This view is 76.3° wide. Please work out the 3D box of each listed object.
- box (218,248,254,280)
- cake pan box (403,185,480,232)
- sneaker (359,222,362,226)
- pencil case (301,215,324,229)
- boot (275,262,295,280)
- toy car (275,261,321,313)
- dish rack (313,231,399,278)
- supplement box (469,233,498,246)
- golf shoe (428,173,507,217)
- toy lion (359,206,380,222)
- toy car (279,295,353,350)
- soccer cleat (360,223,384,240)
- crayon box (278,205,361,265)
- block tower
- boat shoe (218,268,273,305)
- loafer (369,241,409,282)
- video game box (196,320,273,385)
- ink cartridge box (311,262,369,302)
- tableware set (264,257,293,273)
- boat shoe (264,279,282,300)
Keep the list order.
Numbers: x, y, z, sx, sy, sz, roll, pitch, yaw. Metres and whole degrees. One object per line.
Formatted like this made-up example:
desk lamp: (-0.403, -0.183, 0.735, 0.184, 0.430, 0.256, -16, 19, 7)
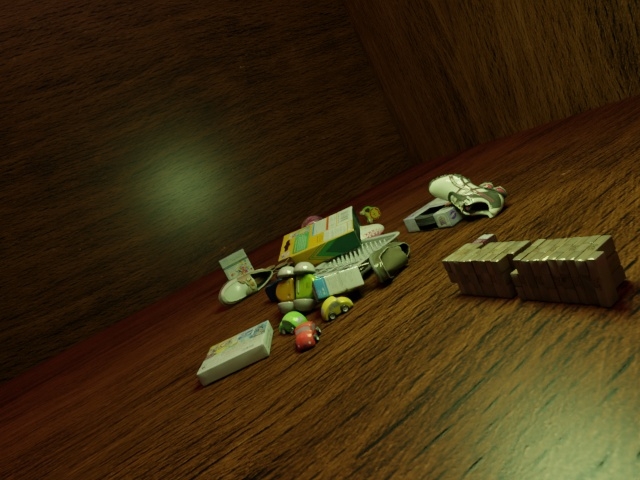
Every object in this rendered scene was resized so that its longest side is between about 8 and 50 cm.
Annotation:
box: (-0.444, 0.159, 2.203, 0.145, 0.186, 0.038, -28, 12, -16)
cake pan box: (0.496, -0.120, 1.616, 0.266, 0.070, 0.245, -31, 8, -26)
sneaker: (0.131, -0.041, 2.110, 0.108, 0.100, 0.271, -42, 11, -28)
pencil case: (-0.031, -0.054, 2.391, 0.167, 0.160, 0.386, 3, 9, -3)
boot: (-0.162, 0.155, 1.931, 0.099, 0.045, 0.121, -29, 10, 0)
toy car: (-0.059, 0.165, 1.370, 0.182, 0.159, 0.136, -18, -25, 40)
dish rack: (0.123, 0.080, 1.492, 0.332, 0.072, 0.285, -33, 11, -38)
supplement box: (0.418, 0.025, 1.054, 0.083, 0.055, 0.043, -28, 9, -17)
golf shoe: (0.503, -0.157, 1.432, 0.272, 0.105, 0.120, 15, 50, 30)
toy lion: (0.283, -0.151, 2.269, 0.096, 0.100, 0.034, -48, 13, -14)
toy car: (-0.046, 0.229, 1.170, 0.224, 0.053, 0.239, -17, 13, 43)
soccer cleat: (0.128, -0.018, 1.790, 0.331, 0.143, 0.116, -28, 11, -13)
crayon box: (0.000, 0.000, 1.634, 0.322, 0.083, 0.203, -22, 27, 15)
block tower: (0.405, 0.056, 0.807, 0.097, 0.091, 0.335, -31, 11, -23)
boat shoe: (-0.349, 0.206, 1.925, 0.103, 0.113, 0.302, -25, 7, 41)
loafer: (0.225, 0.054, 1.289, 0.087, 0.094, 0.251, -26, 8, 28)
video game box: (-0.242, 0.324, 1.193, 0.205, 0.048, 0.187, -25, 11, 1)
ink cartridge box: (0.068, 0.131, 1.240, 0.180, 0.060, 0.104, -17, -15, -7)
tableware set: (-0.248, 0.144, 2.218, 0.194, 0.039, 0.128, -17, 13, 42)
boat shoe: (-0.128, 0.170, 1.565, 0.089, 0.109, 0.258, -28, 11, -35)
